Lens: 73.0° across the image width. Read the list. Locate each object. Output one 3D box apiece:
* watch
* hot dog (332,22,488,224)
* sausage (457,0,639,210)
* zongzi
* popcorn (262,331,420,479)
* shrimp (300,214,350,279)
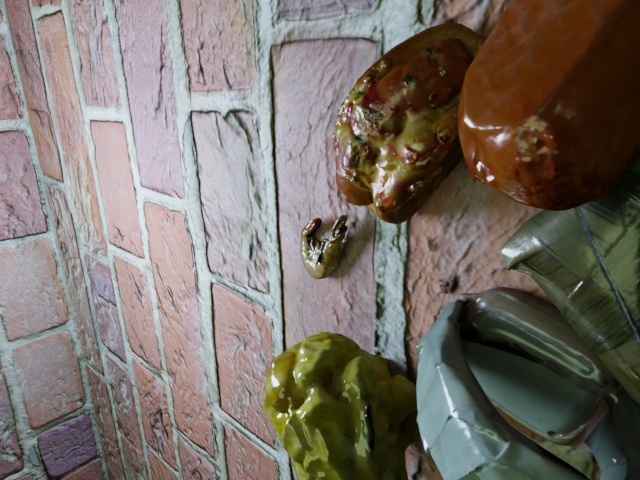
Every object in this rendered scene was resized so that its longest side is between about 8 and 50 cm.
[{"bbox_3d":[0.212,0.187,0.470,0.253,0.241,0.161,31,125,32],"label":"watch"},{"bbox_3d":[0.102,-0.125,0.521,0.150,0.153,0.256,50,132,19],"label":"hot dog"},{"bbox_3d":[0.226,-0.158,0.367,0.153,0.141,0.267,41,109,48],"label":"sausage"},{"bbox_3d":[0.330,0.018,0.392,0.221,0.112,0.242,55,132,15],"label":"zongzi"},{"bbox_3d":[0.038,0.278,0.667,0.215,0.252,0.286,-18,97,31],"label":"popcorn"},{"bbox_3d":[0.006,-0.001,0.743,0.095,0.045,0.162,64,144,34],"label":"shrimp"}]
